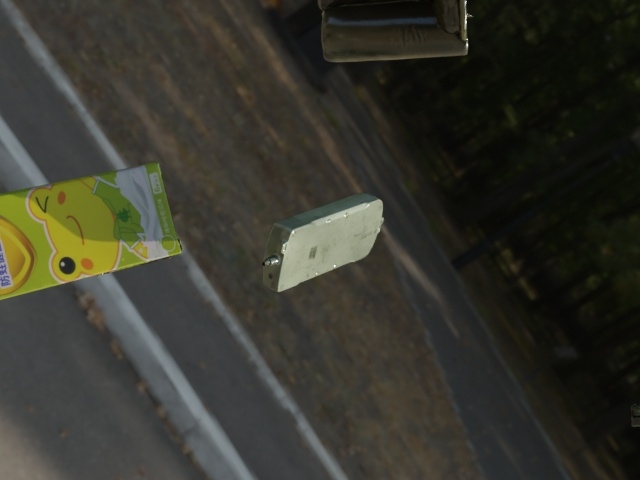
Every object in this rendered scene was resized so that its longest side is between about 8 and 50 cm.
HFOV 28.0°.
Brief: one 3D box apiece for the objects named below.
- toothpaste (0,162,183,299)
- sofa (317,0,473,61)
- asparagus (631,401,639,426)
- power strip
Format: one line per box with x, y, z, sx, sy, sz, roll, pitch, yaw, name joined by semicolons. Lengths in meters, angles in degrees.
-0.308;0.001;1.373;0.077;0.327;0.110;-11;-87;53;toothpaste
0.075;-0.344;1.517;0.182;0.200;0.258;-69;155;-65;sofa
0.412;0.155;1.217;0.023;0.233;0.022;-84;167;-64;asparagus
0.000;0.000;1.463;0.029;0.080;0.227;26;26;28;power strip
